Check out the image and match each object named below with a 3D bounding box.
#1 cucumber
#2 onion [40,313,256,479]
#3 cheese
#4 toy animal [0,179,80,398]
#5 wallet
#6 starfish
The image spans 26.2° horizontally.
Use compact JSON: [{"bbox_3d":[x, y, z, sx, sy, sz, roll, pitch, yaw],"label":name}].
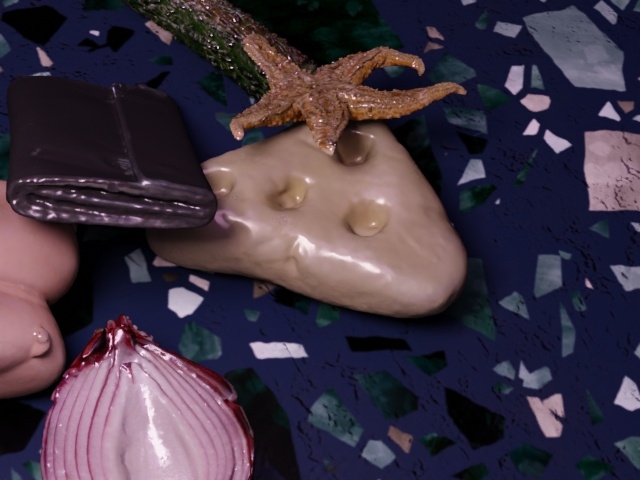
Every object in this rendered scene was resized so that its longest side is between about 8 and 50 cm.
[{"bbox_3d":[-0.162,-0.304,1.920,0.359,0.096,0.096,38,58,22],"label":"cucumber"},{"bbox_3d":[-0.194,0.218,1.512,0.227,0.120,0.283,-9,59,-11],"label":"onion"},{"bbox_3d":[0.000,0.000,1.687,0.351,0.129,0.328,-27,60,-26],"label":"cheese"},{"bbox_3d":[-0.373,0.058,1.556,0.229,0.210,0.221,-43,55,6],"label":"toy animal"},{"bbox_3d":[-0.260,-0.114,1.647,0.228,0.062,0.406,3,22,-14],"label":"wallet"},{"bbox_3d":[0.009,-0.173,1.715,0.299,0.060,0.302,18,37,15],"label":"starfish"}]
